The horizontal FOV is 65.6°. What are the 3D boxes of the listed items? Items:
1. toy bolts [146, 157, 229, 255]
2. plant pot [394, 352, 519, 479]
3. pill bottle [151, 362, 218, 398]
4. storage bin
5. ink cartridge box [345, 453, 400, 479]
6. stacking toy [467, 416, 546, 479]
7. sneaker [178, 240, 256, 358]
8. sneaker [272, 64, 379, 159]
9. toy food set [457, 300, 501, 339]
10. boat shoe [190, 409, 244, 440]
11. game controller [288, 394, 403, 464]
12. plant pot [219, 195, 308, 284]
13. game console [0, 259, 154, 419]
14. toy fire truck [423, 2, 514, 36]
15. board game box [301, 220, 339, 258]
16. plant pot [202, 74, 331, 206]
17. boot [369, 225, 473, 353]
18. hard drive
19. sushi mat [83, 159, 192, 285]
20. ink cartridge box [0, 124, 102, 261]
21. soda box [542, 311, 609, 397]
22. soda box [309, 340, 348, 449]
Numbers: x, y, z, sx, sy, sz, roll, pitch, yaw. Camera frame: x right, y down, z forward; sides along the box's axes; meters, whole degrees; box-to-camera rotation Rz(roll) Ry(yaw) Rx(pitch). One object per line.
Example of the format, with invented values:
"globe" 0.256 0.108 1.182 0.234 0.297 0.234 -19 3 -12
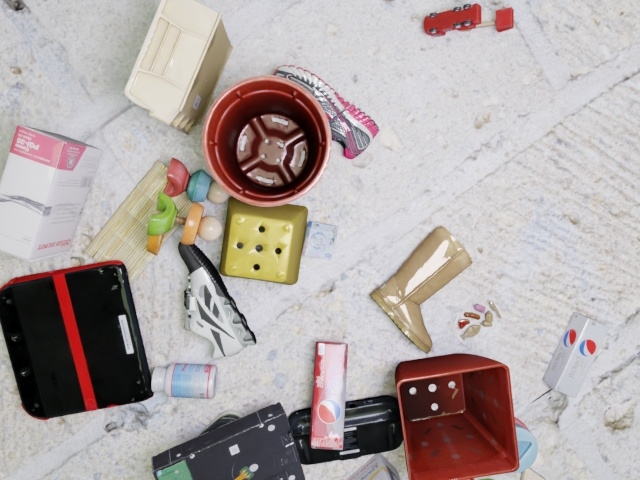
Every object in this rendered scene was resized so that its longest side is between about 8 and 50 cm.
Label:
"toy bolts" -0.318 -0.065 1.223 0.158 0.218 0.229 16 55 -14
"plant pot" 0.320 0.423 1.275 0.267 0.236 0.267 -8 96 -1
"pill bottle" -0.355 0.369 1.309 0.160 0.087 0.087 4 96 -4
"storage bin" -0.317 -0.393 1.145 0.123 0.262 0.261 24 94 -8
"ink cartridge box" 0.140 0.684 1.306 0.154 0.212 0.093 -41 93 2
"stacking toy" 0.486 0.659 1.362 0.308 0.130 0.280 -34 96 1
"sneaker" -0.304 0.159 1.272 0.146 0.122 0.331 -28 96 -2
"sneaker" 0.003 -0.326 1.240 0.299 0.121 0.112 37 95 -6
"toy food set" 0.430 0.215 1.370 0.122 0.019 0.078 -29 96 8
"boat shoe" -0.328 0.607 1.321 0.340 0.113 0.127 -43 96 2
"game controller" 0.071 0.525 1.369 0.318 0.067 0.167 -8 111 -2
"plant pot" -0.147 0.008 1.232 0.212 0.187 0.212 8 95 -3
"game console" -0.639 0.264 1.299 0.341 0.060 0.387 -11 98 -4
"toy fire truck" 0.371 -0.548 1.247 0.192 0.135 0.047 2 98 36
"board game box" 0.000 0.000 1.301 0.090 0.020 0.090 10 95 -37
"plant pot" -0.117 -0.221 1.171 0.272 0.265 0.273 0 96 -3
"boot" 0.299 0.135 1.320 0.269 0.089 0.236 -42 97 0
"hard drive" -0.224 0.579 1.258 0.338 0.064 0.237 -20 111 -16
"sushi mat" -0.463 -0.042 1.295 0.151 0.019 0.317 39 93 -7
"ink cartridge box" -0.653 -0.111 1.182 0.117 0.207 0.283 20 94 -4
"soda box" 0.699 0.313 1.365 0.069 0.074 0.216 22 94 -5
"soda box" 0.021 0.398 1.295 0.083 0.092 0.264 5 78 -3
